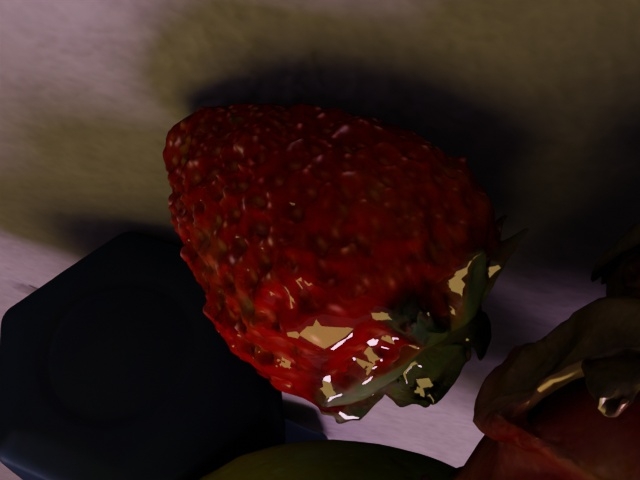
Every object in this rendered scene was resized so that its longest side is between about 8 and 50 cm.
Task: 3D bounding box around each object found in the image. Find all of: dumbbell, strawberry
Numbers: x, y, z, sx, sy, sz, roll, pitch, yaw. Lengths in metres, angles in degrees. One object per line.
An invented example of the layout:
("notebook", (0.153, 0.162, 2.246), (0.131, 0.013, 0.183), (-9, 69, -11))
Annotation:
("dumbbell", (-0.074, 0.132, 0.726), (0.159, 0.144, 0.325), (17, 154, 19))
("strawberry", (0.007, -0.001, 0.486), (0.131, 0.148, 0.131), (-19, 147, -13))

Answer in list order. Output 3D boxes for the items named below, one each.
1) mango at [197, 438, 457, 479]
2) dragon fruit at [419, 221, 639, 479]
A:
("mango", (0.072, 0.247, 0.556), (0.382, 0.225, 0.201), (41, 113, -2))
("dragon fruit", (0.196, 0.105, 0.405), (0.291, 0.269, 0.250), (-33, 151, 32))
